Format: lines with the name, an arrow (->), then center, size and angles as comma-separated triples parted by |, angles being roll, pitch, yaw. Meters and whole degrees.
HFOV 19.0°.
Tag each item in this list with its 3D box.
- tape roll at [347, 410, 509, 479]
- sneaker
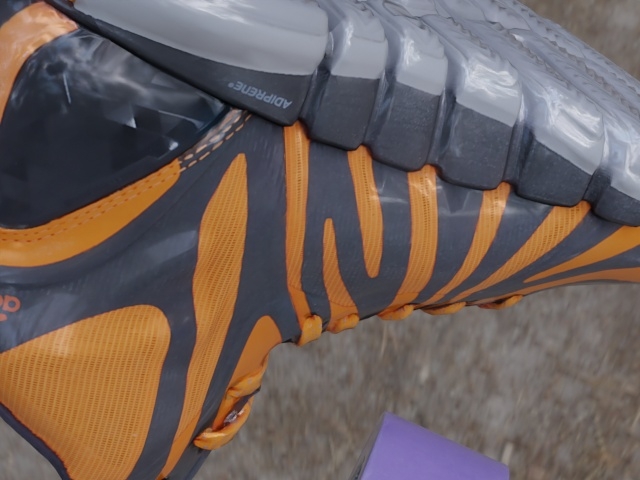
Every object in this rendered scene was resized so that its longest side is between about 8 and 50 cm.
tape roll -> 0.034, 0.198, 1.088 | 0.080, 0.189, 0.189 | 24, 67, 1
sneaker -> 0.000, 0.000, 0.634 | 0.321, 0.180, 0.124 | 15, 24, -35
